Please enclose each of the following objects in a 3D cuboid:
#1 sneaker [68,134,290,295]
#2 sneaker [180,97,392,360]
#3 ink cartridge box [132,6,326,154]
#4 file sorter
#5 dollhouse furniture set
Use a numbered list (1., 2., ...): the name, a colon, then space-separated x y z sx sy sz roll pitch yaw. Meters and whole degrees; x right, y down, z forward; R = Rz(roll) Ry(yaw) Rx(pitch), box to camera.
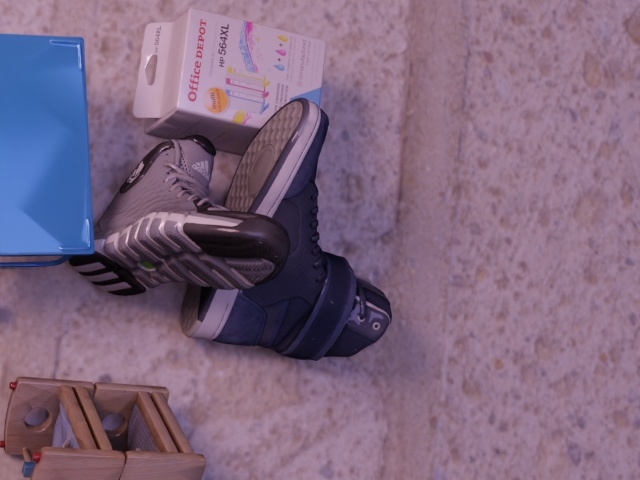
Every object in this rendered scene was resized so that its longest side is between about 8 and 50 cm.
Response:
1. sneaker: -0.099 -0.033 1.193 0.086 0.228 0.132 44 56 -35
2. sneaker: -0.001 0.000 1.259 0.163 0.086 0.226 17 115 -19
3. ink cartridge box: -0.081 -0.131 1.284 0.143 0.090 0.092 11 77 -23
4. file sorter: -0.251 -0.066 1.189 0.118 0.104 0.170 0 82 -24
5. dollhouse furniture set: -0.184 0.219 1.180 0.129 0.129 0.184 7 108 -22
